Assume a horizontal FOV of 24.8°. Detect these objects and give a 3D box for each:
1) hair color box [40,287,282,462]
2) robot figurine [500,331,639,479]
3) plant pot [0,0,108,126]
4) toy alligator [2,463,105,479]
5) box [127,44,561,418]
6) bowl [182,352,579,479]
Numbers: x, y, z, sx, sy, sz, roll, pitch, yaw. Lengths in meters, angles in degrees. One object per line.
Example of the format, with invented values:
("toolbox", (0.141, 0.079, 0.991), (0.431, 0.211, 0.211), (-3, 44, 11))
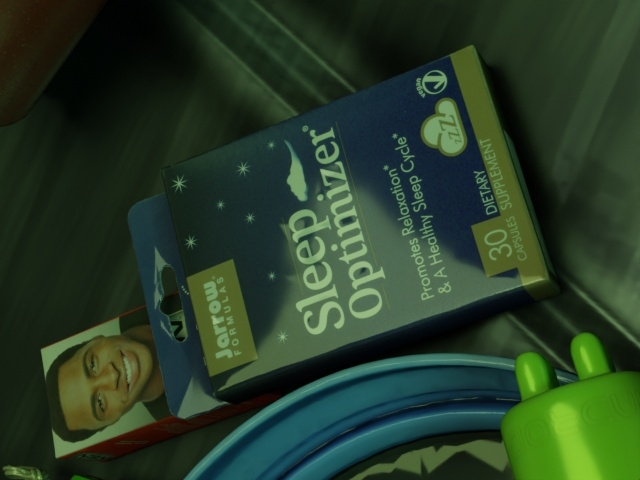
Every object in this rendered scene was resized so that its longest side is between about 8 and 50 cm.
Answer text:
("hair color box", (-0.096, 0.077, 0.851), (0.141, 0.043, 0.072), (-24, 68, 29))
("robot figurine", (0.114, 0.098, 0.589), (0.101, 0.067, 0.115), (-20, 71, 11))
("plant pot", (-0.205, -0.229, 0.868), (0.272, 0.272, 0.265), (49, 116, 31))
("toy alligator", (-0.114, 0.165, 0.837), (0.189, 0.056, 0.051), (2, 81, 33))
("box", (0.000, 0.000, 0.776), (0.225, 0.036, 0.136), (-21, 69, 15))
("bowl", (0.066, 0.251, 0.667), (0.391, 0.077, 0.391), (-6, 77, 27))
